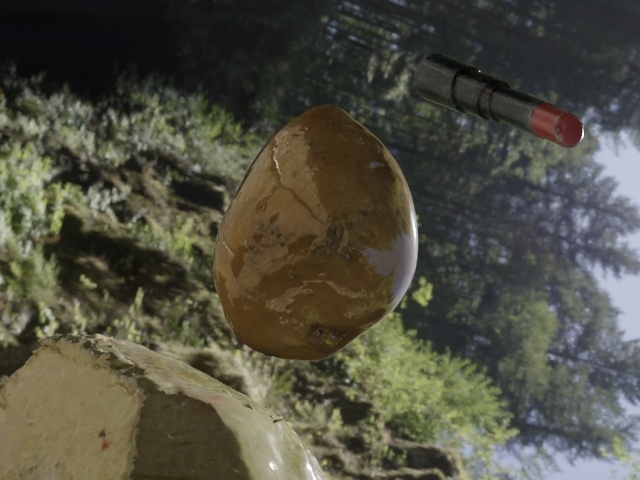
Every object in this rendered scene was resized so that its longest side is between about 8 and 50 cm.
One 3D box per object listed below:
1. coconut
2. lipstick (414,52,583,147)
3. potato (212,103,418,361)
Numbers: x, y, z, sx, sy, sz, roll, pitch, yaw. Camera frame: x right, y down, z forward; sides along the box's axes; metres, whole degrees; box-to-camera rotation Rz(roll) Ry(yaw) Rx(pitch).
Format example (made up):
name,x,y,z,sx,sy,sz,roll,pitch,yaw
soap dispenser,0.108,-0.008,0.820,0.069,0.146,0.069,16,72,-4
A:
name,x,y,z,sx,sy,sz,roll,pitch,yaw
coconut,-0.119,0.230,0.590,0.297,0.254,0.297,-18,-125,28
lipstick,0.175,-0.135,0.865,0.234,0.053,0.053,44,-65,55
potato,-0.001,0.002,0.486,0.112,0.112,0.147,-114,-143,-59
